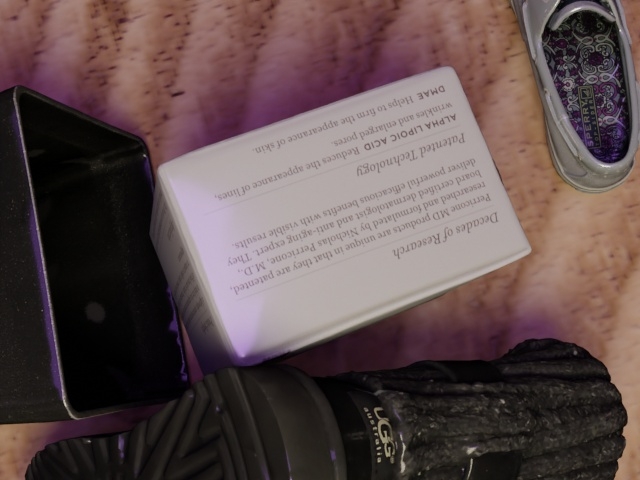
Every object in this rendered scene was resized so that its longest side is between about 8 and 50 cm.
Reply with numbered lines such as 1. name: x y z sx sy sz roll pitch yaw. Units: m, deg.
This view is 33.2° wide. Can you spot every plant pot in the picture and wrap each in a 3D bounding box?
1. plant pot: -0.205 0.028 0.681 0.167 0.187 0.188 -12 83 12

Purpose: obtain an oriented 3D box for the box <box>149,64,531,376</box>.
1. box: 0.000 0.000 0.656 0.182 0.181 0.119 -20 84 -14

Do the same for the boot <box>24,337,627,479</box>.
1. boot: -0.010 0.160 0.666 0.260 0.348 0.131 0 71 -40

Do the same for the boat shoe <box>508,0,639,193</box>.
1. boat shoe: 0.177 -0.147 0.732 0.079 0.081 0.227 -11 83 0
